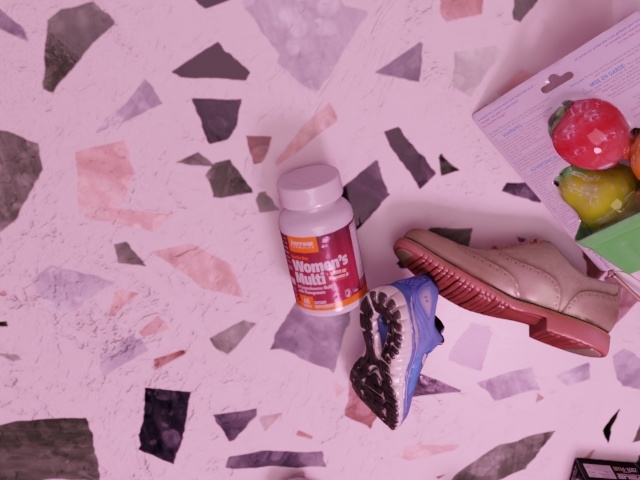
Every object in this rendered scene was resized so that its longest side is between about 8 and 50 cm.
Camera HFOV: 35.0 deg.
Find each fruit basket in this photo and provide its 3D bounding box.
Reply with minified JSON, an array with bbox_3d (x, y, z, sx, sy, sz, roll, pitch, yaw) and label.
[{"bbox_3d":[0.459,-0.137,1.550,0.353,0.165,0.327,51,134,-7],"label":"fruit basket"}]

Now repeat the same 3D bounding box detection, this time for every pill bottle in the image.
[{"bbox_3d":[0.000,0.000,1.620,0.121,0.121,0.221,-12,115,1],"label":"pill bottle"}]

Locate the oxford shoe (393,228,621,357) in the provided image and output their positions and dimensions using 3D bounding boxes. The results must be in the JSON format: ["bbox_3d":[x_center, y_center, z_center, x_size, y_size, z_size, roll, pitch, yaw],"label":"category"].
[{"bbox_3d":[0.312,0.057,1.688,0.397,0.140,0.147,25,77,-8],"label":"oxford shoe"}]

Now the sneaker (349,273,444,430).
[{"bbox_3d":[0.145,0.189,1.702,0.147,0.130,0.330,-26,142,-30],"label":"sneaker"}]

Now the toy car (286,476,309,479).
[{"bbox_3d":[-0.049,0.537,1.847,0.182,0.136,0.159,-32,113,10],"label":"toy car"}]

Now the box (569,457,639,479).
[{"bbox_3d":[0.556,0.495,1.906,0.180,0.077,0.147,6,114,-7],"label":"box"}]

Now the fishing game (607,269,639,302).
[{"bbox_3d":[0.622,0.009,1.709,0.189,0.041,0.264,41,113,-6],"label":"fishing game"}]

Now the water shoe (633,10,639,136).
[{"bbox_3d":[0.508,-0.262,1.579,0.080,0.073,0.203,-13,122,-18],"label":"water shoe"}]
